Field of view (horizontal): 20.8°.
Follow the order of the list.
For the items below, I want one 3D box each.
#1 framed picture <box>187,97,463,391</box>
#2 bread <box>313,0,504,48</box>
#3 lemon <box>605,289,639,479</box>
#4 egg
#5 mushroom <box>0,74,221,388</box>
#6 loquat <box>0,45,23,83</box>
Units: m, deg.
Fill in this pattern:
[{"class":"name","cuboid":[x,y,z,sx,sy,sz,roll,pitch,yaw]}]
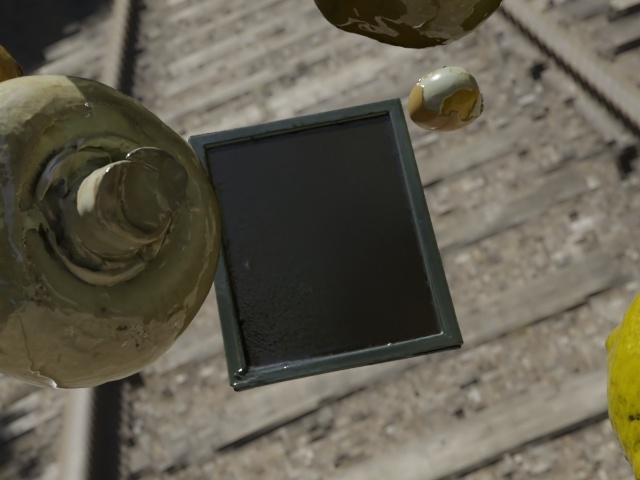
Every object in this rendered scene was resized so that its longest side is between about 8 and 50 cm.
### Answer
[{"class":"framed picture","cuboid":[0.000,0.000,1.501,0.197,0.014,0.252,-11,62,-2]},{"class":"bread","cuboid":[0.098,-0.295,1.169,0.341,0.210,0.300,-48,26,-5]},{"class":"lemon","cuboid":[0.358,0.107,1.354,0.322,0.268,0.268,-45,24,-14]},{"class":"egg","cuboid":[0.133,-0.151,1.887,0.083,0.071,0.071,-20,19,13]},{"class":"mushroom","cuboid":[-0.182,-0.013,1.313,0.246,0.246,0.202,-37,7,-35]},{"class":"loquat","cuboid":[-0.315,-0.117,1.487,0.141,0.141,0.141,-21,19,7]}]
